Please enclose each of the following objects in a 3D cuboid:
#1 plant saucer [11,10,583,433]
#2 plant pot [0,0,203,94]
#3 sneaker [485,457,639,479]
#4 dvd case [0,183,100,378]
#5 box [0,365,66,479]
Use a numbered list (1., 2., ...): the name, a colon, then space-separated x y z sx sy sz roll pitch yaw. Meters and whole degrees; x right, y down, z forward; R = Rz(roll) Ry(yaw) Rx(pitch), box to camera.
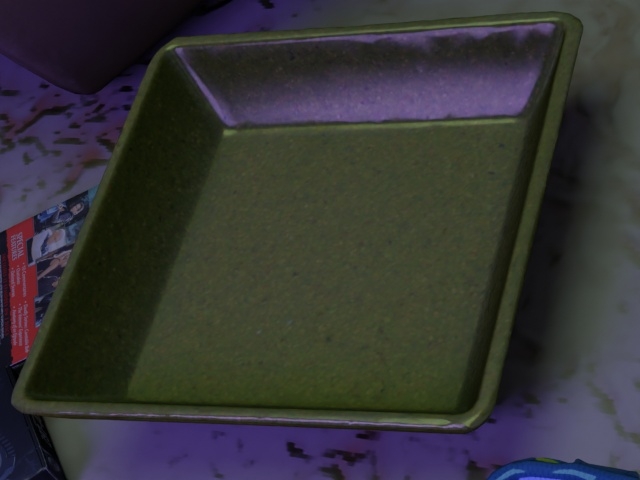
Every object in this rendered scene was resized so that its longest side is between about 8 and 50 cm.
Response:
1. plant saucer: 0.000 0.000 0.674 0.188 0.045 0.188 -1 53 25
2. plant pot: -0.107 -0.201 0.811 0.229 0.263 0.263 -55 43 4
3. sneaker: 0.106 0.138 0.428 0.091 0.126 0.240 -42 42 -7
4. dvd case: -0.100 0.012 0.762 0.119 0.013 0.087 -26 43 12
5. box: -0.147 0.097 0.710 0.083 0.018 0.067 -34 41 2
